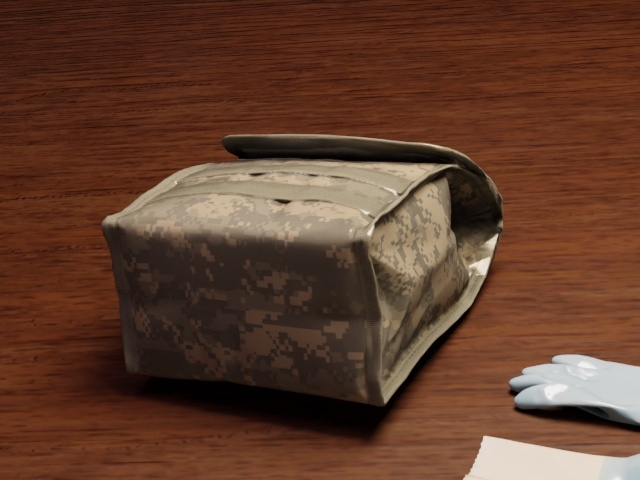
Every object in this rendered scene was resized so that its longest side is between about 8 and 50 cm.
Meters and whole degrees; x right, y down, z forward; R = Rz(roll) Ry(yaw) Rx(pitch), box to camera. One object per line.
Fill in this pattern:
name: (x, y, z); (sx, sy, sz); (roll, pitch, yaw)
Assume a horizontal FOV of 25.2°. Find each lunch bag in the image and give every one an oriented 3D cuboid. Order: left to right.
lunch bag: (0.000, 0.000, 1.194); (0.235, 0.168, 0.287); (5, 23, 25)

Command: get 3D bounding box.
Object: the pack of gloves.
pack of gloves: (0.233, 0.133, 1.026); (0.232, 0.046, 0.195); (6, 32, 20)
